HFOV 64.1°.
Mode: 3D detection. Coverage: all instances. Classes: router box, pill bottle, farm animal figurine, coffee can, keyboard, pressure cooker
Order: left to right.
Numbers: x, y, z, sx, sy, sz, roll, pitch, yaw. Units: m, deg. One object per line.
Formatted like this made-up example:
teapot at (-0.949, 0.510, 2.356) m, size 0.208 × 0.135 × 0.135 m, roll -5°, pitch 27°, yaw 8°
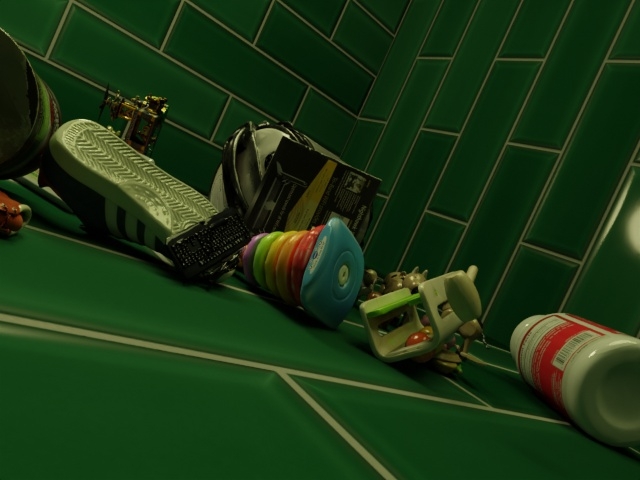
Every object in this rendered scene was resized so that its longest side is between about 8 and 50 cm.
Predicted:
coffee can at (-0.490, -0.187, 0.719) m, size 0.201 × 0.202 × 0.275 m, roll 24°, pitch -3°, yaw -22°
keyboard at (-0.163, 0.009, 0.833) m, size 0.038 × 0.100 × 0.192 m, roll -19°, pitch 11°, yaw 31°
pressure cooker at (-0.101, -0.114, 1.398) m, size 0.369 × 0.376 × 0.420 m, roll 30°, pitch 4°, yaw 40°
router box at (-0.036, -0.041, 1.137) m, size 0.242 × 0.309 × 0.081 m, roll 26°, pitch -1°, yaw 5°
farm animal figurine at (0.250, 0.158, 1.361) m, size 0.330 × 0.172 × 0.326 m, roll 24°, pitch 2°, yaw -23°
pill bottle at (0.616, 0.302, 1.225) m, size 0.228 × 0.229 × 0.408 m, roll 25°, pitch 2°, yaw -2°

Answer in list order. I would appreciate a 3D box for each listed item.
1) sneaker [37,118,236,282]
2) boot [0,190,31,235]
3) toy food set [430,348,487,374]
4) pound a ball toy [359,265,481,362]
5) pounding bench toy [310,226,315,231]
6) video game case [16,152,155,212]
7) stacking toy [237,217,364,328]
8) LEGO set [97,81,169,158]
sneaker at (-0.299, -0.038, 0.848) m, size 0.350 × 0.148 × 0.131 m, roll 43°, pitch 37°, yaw -22°
boot at (-0.382, -0.037, 0.571) m, size 0.084 × 0.059 × 0.158 m, roll 29°, pitch 0°, yaw -12°
toy food set at (0.226, 0.239, 1.046) m, size 0.191 × 0.039 × 0.132 m, roll 14°, pitch -3°, yaw -3°
pound a ball toy at (0.218, 0.136, 0.931) m, size 0.208 × 0.136 × 0.319 m, roll -22°, pitch -8°, yaw 25°
pounding bench toy at (0.000, 0.000, 1.044) m, size 0.065 × 0.083 × 0.052 m, roll 17°, pitch 39°, yaw 3°
video game case at (-0.471, -0.144, 1.004) m, size 0.212 × 0.023 × 0.193 m, roll 26°, pitch 45°, yaw 25°
stacking toy at (-0.083, 0.042, 0.984) m, size 0.301 × 0.175 × 0.166 m, roll 9°, pitch -24°, yaw 32°
LEGO set at (-0.567, -0.277, 1.403) m, size 0.192 × 0.332 × 0.255 m, roll 22°, pitch 23°, yaw -14°
